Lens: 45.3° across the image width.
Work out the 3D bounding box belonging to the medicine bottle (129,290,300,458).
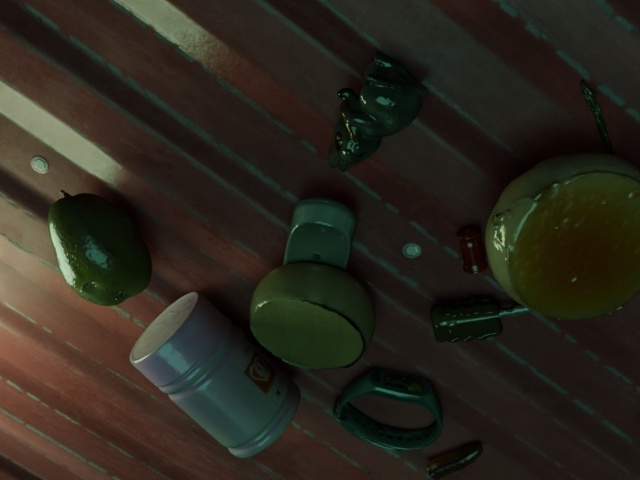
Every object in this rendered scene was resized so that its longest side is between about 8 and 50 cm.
[{"bbox_3d":[-0.213,0.278,1.589,0.202,0.202,0.316,-32,112,27],"label":"medicine bottle"}]

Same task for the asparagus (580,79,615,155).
[{"bbox_3d":[0.474,-0.164,1.274,0.022,0.023,0.233,-39,116,-18],"label":"asparagus"}]

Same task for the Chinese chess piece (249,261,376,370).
[{"bbox_3d":[-0.016,0.151,1.498,0.249,0.103,0.250,9,139,8],"label":"Chinese chess piece"}]

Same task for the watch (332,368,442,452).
[{"bbox_3d":[0.148,0.366,1.658,0.237,0.068,0.195,12,126,-1],"label":"watch"}]

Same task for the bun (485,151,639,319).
[{"bbox_3d":[0.417,-0.019,1.293,0.298,0.165,0.299,-1,115,-3],"label":"bun"}]

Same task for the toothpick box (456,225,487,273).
[{"bbox_3d":[0.279,0.015,1.412,0.047,0.047,0.083,-8,120,16],"label":"toothpick box"}]

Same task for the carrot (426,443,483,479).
[{"bbox_3d":[0.306,0.492,1.714,0.139,0.048,0.048,-32,111,26],"label":"carrot"}]

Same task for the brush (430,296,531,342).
[{"bbox_3d":[0.362,0.138,1.467,0.300,0.071,0.084,-11,116,12],"label":"brush"}]

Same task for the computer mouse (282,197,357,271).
[{"bbox_3d":[0.000,0.000,1.447,0.127,0.079,0.231,16,141,-1],"label":"computer mouse"}]

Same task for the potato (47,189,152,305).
[{"bbox_3d":[-0.437,0.011,1.495,0.174,0.159,0.251,-26,107,-1],"label":"potato"}]

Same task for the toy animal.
[{"bbox_3d":[0.079,-0.187,1.287,0.138,0.108,0.236,21,124,-3],"label":"toy animal"}]
